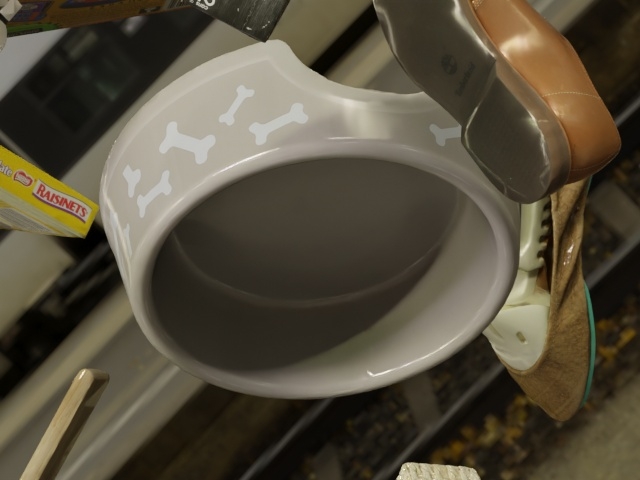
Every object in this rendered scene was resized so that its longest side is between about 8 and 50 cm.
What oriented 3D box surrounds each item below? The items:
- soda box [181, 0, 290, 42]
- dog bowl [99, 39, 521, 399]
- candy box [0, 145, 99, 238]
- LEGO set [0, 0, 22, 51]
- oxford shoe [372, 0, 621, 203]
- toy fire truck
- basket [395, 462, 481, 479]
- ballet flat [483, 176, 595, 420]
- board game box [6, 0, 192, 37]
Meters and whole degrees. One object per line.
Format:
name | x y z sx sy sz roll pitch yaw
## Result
soda box | -0.019 -0.207 0.852 0.169 0.060 0.053 -62 6 20
dog bowl | 0.000 0.000 1.147 0.349 0.349 0.102 -40 40 31
candy box | -0.228 -0.039 0.877 0.206 0.105 0.027 6 66 52
LEGO set | -0.268 -0.246 0.982 0.087 0.227 0.093 -29 23 35
oxford shoe | 0.092 -0.116 0.806 0.076 0.212 0.076 -19 -21 -31
toy fire truck | -0.202 0.227 1.058 0.159 0.246 0.217 -15 -9 -11
basket | 0.149 0.353 1.727 0.167 0.113 0.103 -116 37 -60
ballet flat | 0.201 0.019 1.400 0.124 0.342 0.116 -9 19 -33
board game box | -0.285 -0.484 1.787 0.357 0.356 0.356 -12 -2 -14
